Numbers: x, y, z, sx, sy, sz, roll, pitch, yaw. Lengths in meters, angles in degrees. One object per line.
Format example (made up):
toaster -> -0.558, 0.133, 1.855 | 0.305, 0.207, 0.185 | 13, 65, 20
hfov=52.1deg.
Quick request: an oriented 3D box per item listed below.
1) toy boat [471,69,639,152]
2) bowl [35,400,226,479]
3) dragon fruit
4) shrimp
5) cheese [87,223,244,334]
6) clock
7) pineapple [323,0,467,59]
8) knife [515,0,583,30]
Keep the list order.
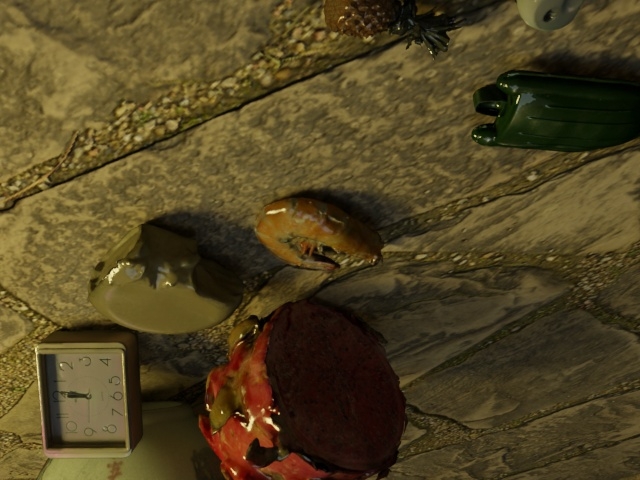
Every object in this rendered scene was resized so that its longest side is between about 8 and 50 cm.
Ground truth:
toy boat -> 0.263, -0.134, 0.694 | 0.210, 0.052, 0.104 | 1, 142, -10
bowl -> -0.328, 0.403, 1.203 | 0.435, 0.196, 0.435 | -3, 172, 0
dragon fruit -> -0.064, 0.261, 0.990 | 0.314, 0.296, 0.263 | 12, 140, -43
shrimp -> 0.001, -0.004, 0.858 | 0.187, 0.051, 0.132 | 24, 148, -23
cheese -> -0.201, 0.060, 0.881 | 0.202, 0.091, 0.175 | 20, 137, -32
clock -> -0.365, 0.243, 1.036 | 0.147, 0.071, 0.192 | 0, 99, 0
pineapple -> 0.066, -0.200, 0.587 | 0.124, 0.058, 0.058 | 7, 143, -27
knife -> 0.234, -0.279, 0.502 | 0.073, 0.040, 0.265 | -4, 146, -19
